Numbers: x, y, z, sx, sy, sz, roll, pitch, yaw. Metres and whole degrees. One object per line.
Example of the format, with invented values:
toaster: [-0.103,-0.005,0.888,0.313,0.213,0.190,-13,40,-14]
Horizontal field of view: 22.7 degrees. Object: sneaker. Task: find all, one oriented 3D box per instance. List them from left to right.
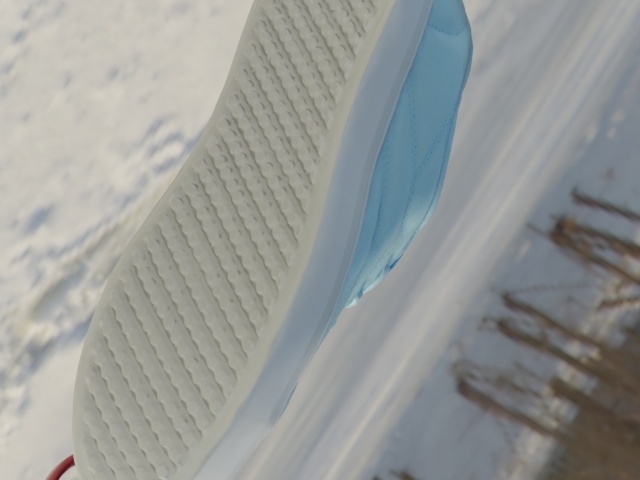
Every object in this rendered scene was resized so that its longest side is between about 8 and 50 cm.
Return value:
sneaker: [0.000,0.000,0.877,0.150,0.135,0.366,40,72,-46]

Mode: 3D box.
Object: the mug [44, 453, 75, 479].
mug: [-0.191,0.277,1.371,0.169,0.150,0.113,-43,152,-37]
